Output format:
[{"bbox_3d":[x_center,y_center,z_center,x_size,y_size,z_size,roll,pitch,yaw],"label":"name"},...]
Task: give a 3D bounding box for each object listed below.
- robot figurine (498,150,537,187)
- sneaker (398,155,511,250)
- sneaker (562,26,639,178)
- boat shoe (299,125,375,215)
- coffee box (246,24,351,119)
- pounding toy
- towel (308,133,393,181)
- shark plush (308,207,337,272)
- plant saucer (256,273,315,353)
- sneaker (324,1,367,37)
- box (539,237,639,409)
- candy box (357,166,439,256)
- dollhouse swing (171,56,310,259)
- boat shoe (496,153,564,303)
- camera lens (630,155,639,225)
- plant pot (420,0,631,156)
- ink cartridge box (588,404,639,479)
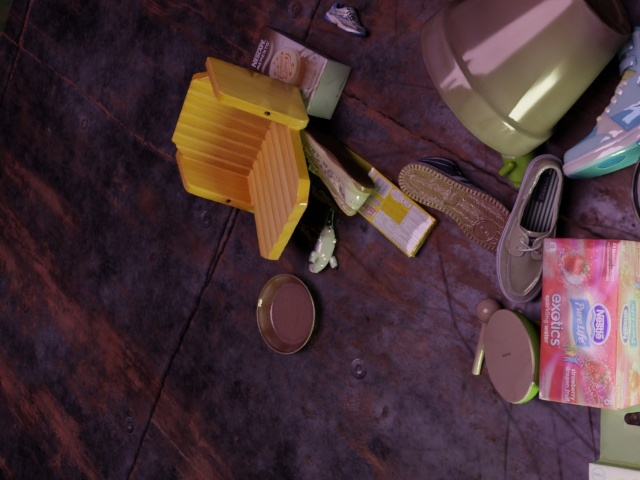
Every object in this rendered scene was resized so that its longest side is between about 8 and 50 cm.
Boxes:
[{"bbox_3d":[0.397,-0.161,1.721,0.067,0.101,0.115,6,127,44],"label":"robot figurine"},{"bbox_3d":[0.301,-0.086,1.813,0.282,0.153,0.099,33,109,5],"label":"sneaker"},{"bbox_3d":[0.557,-0.260,1.568,0.319,0.127,0.208,-30,70,26],"label":"sneaker"},{"bbox_3d":[0.017,-0.173,2.011,0.089,0.104,0.285,-59,43,24],"label":"boat shoe"},{"bbox_3d":[-0.058,-0.415,2.127,0.246,0.098,0.141,36,111,36],"label":"coffee box"},{"bbox_3d":[0.403,0.215,1.712,0.237,0.110,0.183,-149,57,-68],"label":"pounding toy"},{"bbox_3d":[0.068,-0.157,2.057,0.237,0.021,0.102,39,113,35],"label":"towel"},{"bbox_3d":[0.000,0.000,2.090,0.067,0.073,0.161,-159,71,-71],"label":"shark plush"},{"bbox_3d":[-0.079,0.183,2.160,0.198,0.036,0.199,-1,88,41],"label":"plant saucer"},{"bbox_3d":[0.065,-0.529,2.058,0.135,0.052,0.058,40,109,34],"label":"sneaker"},{"bbox_3d":[0.502,0.146,1.582,0.154,0.142,0.300,2,90,40],"label":"box"},{"bbox_3d":[0.163,-0.065,1.950,0.206,0.027,0.105,44,113,28],"label":"candy box"},{"bbox_3d":[-0.200,-0.169,2.041,0.347,0.315,0.305,121,161,-48],"label":"dollhouse swing"},{"bbox_3d":[0.404,-0.017,1.673,0.109,0.094,0.302,10,105,12],"label":"boat shoe"},{"bbox_3d":[0.642,-0.075,1.381,0.219,0.274,0.220,-3,86,41],"label":"camera lens"},{"bbox_3d":[0.390,-0.359,1.571,0.280,0.323,0.323,-36,65,39],"label":"plant pot"},{"bbox_3d":[0.575,0.414,1.566,0.171,0.056,0.235,0,90,42],"label":"ink cartridge box"}]
